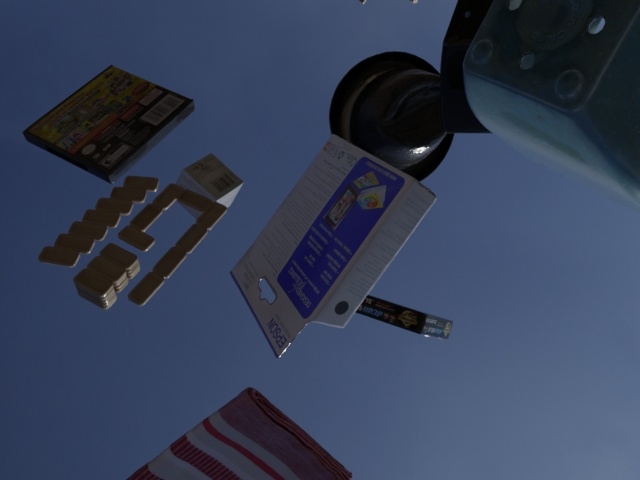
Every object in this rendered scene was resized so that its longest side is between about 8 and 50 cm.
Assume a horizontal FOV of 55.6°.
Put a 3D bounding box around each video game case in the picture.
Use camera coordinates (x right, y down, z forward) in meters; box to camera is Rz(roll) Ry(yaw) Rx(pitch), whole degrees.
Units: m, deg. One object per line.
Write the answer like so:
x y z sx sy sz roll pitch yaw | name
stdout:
-0.456 -0.263 1.328 0.248 0.035 0.275 26 -124 18 | video game case

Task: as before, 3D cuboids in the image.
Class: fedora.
0.190 -0.268 1.312 0.333 0.152 0.334 0 -89 -24 | fedora

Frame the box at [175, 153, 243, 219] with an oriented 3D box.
-0.242 -0.111 1.295 0.102 0.087 0.101 41 -139 4 | box

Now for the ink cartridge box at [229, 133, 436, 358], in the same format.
0.000 0.000 0.638 0.045 0.208 0.206 35 -174 -29 | ink cartridge box

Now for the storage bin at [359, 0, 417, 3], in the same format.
0.078 -0.576 1.007 0.123 0.262 0.260 -19 -126 -31 | storage bin

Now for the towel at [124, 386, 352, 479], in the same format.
-0.145 0.387 0.934 0.237 0.329 0.037 46 -164 -18 | towel

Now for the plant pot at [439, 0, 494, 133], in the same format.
0.283 -0.291 0.950 0.187 0.167 0.188 7 -117 31 | plant pot

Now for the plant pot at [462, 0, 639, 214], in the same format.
0.295 -0.184 0.615 0.252 0.247 0.248 12 -159 -42 | plant pot

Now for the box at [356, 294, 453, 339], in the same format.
0.177 0.173 1.425 0.220 0.051 0.175 15 176 35 | box

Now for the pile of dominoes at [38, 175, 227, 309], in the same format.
-0.301 -0.002 0.995 0.195 0.040 0.251 25 -129 14 | pile of dominoes
